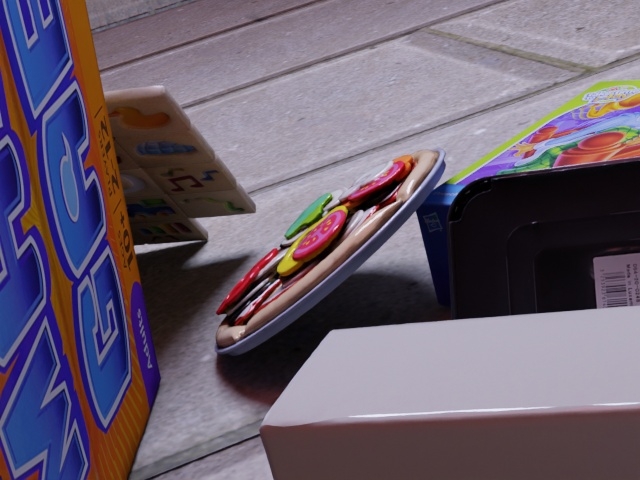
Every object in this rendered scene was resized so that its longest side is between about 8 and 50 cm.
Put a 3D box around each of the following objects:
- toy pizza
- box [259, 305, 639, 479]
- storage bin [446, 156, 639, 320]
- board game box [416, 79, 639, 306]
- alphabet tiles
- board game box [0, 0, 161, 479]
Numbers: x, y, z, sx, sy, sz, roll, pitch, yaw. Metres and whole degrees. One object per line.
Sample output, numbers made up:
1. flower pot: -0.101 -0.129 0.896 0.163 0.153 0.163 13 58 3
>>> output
1. toy pizza: 0.000 0.000 0.824 0.201 0.032 0.201 -41 7 6
2. box: 0.124 0.092 0.499 0.275 0.113 0.094 -5 22 24
3. storage bin: 0.159 0.027 0.588 0.180 0.122 0.084 -6 -10 23
4. board game box: 0.266 -0.028 0.756 0.347 0.078 0.233 5 28 44
5. alphabet tiles: -0.215 -0.051 0.930 0.285 0.011 0.342 -4 -19 12
6. board game box: -0.309 0.012 0.617 0.356 0.356 0.356 -6 21 5
